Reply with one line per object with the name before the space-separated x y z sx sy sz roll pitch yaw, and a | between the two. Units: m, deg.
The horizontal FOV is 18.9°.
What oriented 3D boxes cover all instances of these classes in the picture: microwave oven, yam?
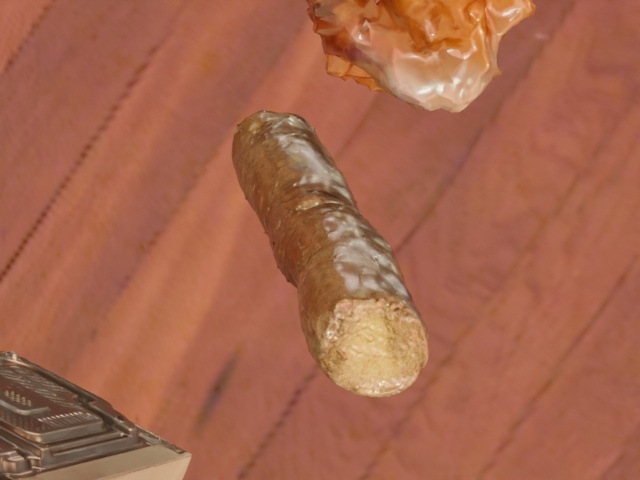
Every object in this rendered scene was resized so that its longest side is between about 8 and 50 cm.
microwave oven | -0.183 0.135 0.985 0.162 0.208 0.122 26 97 17
yam | 0.000 0.000 1.000 0.061 0.253 0.061 -5 116 -11

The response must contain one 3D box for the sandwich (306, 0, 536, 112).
sandwich | 0.086 -0.179 0.833 0.162 0.250 0.301 47 57 -44
